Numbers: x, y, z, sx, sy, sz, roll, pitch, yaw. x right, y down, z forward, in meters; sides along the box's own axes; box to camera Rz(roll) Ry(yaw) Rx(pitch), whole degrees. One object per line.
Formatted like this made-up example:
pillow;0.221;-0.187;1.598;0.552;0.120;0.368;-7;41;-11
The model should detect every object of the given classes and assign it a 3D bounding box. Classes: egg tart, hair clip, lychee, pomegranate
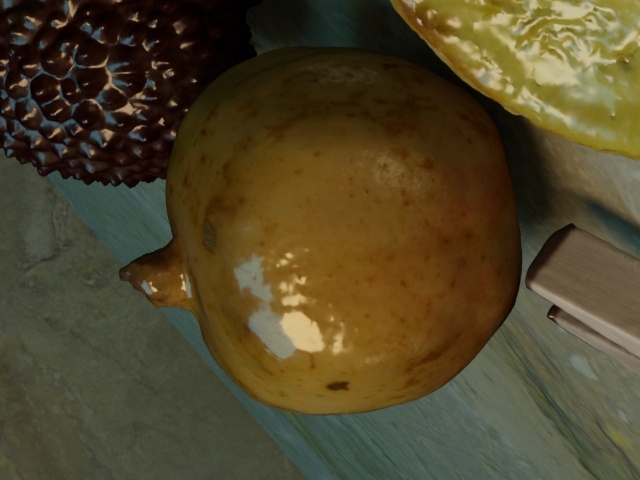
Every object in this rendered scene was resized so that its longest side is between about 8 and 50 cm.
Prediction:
egg tart;0.161;-0.166;0.908;0.315;0.120;0.315;31;160;13
hair clip;0.312;0.093;1.235;0.330;0.085;0.101;29;159;34
lychee;-0.200;-0.197;1.537;0.306;0.330;0.306;-18;-90;-86
pomegranate;0.000;0.000;1.354;0.342;0.342;0.342;44;164;16
